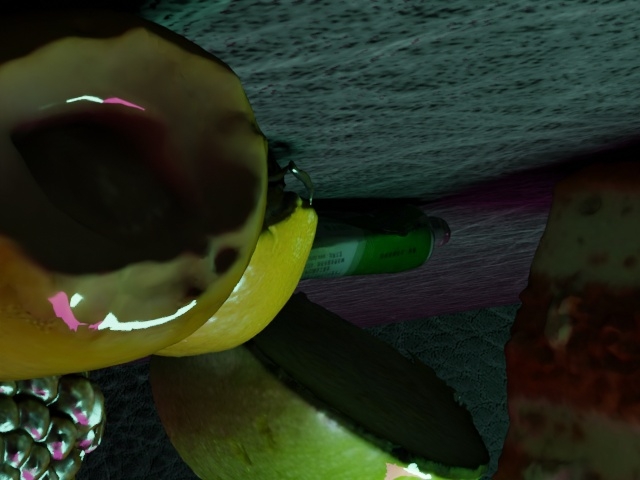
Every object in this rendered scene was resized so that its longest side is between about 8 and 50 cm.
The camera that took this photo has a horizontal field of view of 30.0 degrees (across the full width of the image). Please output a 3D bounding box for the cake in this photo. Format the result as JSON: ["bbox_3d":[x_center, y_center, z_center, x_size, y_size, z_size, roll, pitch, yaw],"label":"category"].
[{"bbox_3d":[0.300,0.100,0.823,0.270,0.320,0.269,8,177,-40],"label":"cake"}]

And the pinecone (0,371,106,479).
[{"bbox_3d":[-0.282,0.128,0.913,0.224,0.224,0.272,-6,-162,-13],"label":"pinecone"}]

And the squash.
[{"bbox_3d":[0.007,0.104,0.903,0.233,0.210,0.309,30,156,-13],"label":"squash"}]

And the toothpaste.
[{"bbox_3d":[0.000,0.000,0.837,0.248,0.078,0.047,-4,133,-42],"label":"toothpaste"}]

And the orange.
[{"bbox_3d":[-0.075,0.010,0.663,0.160,0.112,0.170,-10,161,20],"label":"orange"}]

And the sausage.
[{"bbox_3d":[-0.155,0.000,0.473,0.134,0.116,0.354,-21,-174,-36],"label":"sausage"}]
